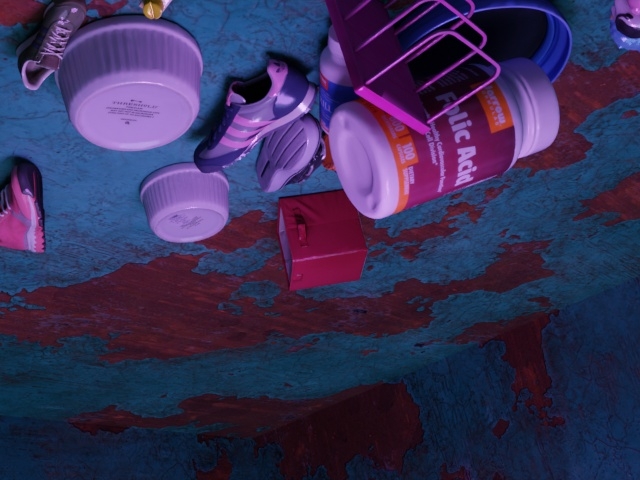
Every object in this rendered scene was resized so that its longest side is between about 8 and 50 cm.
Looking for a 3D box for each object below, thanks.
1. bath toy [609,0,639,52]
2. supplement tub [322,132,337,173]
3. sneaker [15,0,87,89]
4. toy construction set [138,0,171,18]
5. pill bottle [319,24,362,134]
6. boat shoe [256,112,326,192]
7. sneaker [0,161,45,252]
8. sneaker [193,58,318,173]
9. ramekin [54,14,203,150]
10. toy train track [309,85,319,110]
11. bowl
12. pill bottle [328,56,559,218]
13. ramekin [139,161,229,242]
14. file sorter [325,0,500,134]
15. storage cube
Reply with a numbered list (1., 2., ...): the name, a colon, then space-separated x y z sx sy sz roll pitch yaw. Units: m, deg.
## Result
1. bath toy: 0.631 -0.433 1.618 0.151 0.129 0.348 -22 170 9
2. supplement tub: 0.101 -0.194 1.976 0.190 0.117 0.117 4 149 -32
3. sneaker: -0.452 -0.327 1.491 0.064 0.086 0.192 14 143 -43
4. toy construction set: -0.163 -0.474 1.253 0.328 0.151 0.215 -26 127 10
5. pill bottle: 0.058 -0.310 1.695 0.124 0.124 0.221 -9 139 -7
6. boat shoe: -0.049 -0.201 1.907 0.119 0.121 0.335 -17 173 -21
7. sneaker: -0.669 -0.057 1.909 0.136 0.116 0.314 -3 153 -17
8. sneaker: -0.163 -0.255 1.770 0.319 0.112 0.131 -33 133 26
9. ramekin: -0.343 -0.272 1.606 0.273 0.127 0.273 -10 154 -5
10. toy train track: -0.027 -0.295 1.834 0.048 0.014 0.083 19 135 -37
11. bowl: 0.302 -0.364 1.770 0.391 0.077 0.391 -11 154 -5
12. pill bottle: 0.235 -0.202 1.658 0.392 0.224 0.224 -21 157 -18
13. ramekin: -0.307 -0.080 2.032 0.207 0.109 0.207 -10 154 -5
14. file sorter: 0.146 -0.367 1.454 0.182 0.290 0.202 -32 148 28
15. storage cube: 0.000 0.000 2.245 0.193 0.183 0.215 -8 154 -10
